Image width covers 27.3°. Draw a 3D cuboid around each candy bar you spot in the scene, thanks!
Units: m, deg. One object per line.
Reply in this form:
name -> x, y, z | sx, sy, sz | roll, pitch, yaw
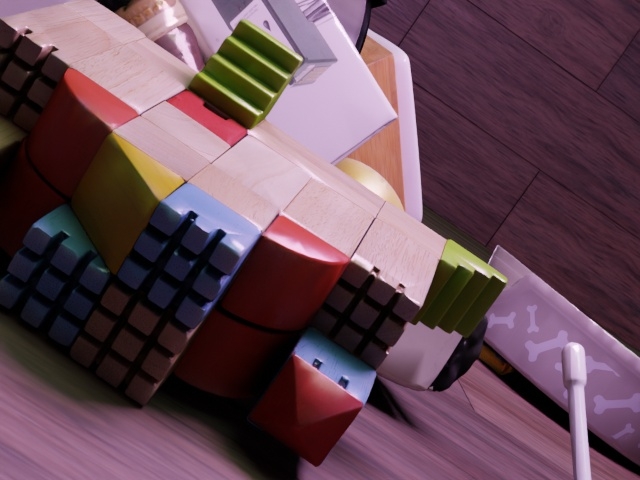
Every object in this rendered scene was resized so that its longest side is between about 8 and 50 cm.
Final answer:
candy bar -> 0.171, 0.114, 1.598 | 0.161, 0.018, 0.040 | 38, 8, 27

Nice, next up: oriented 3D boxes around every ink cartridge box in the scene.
ink cartridge box -> -0.080, -0.196, 1.212 | 0.289, 0.121, 0.211 | 57, -13, -13

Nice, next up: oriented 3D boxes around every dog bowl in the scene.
dog bowl -> 0.324, 0.152, 1.631 | 0.348, 0.102, 0.349 | 38, 5, -4

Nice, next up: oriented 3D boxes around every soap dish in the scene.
soap dish -> 0.051, -0.160, 1.935 | 0.118, 0.291, 0.229 | -13, 27, -16

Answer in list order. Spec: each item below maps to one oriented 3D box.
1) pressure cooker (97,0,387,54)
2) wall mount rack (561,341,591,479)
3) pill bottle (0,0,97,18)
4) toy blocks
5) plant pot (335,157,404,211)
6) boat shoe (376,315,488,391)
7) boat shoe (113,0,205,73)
pressure cooker -> -0.129, -0.307, 1.572 | 0.370, 0.376, 0.420 | 34, 7, 17
wall mount rack -> 0.290, 0.229, 0.942 | 0.350, 0.130, 0.304 | 31, 8, -35
pill bottle -> -0.283, -0.223, 1.173 | 0.161, 0.161, 0.283 | 32, 8, -19
toy blocks -> -0.084, -0.008, 0.758 | 0.381, 0.191, 0.261 | 34, 19, 0
plant pot -> 0.000, 0.000, 1.215 | 0.134, 0.134, 0.095 | 37, 34, 14
boat shoe -> -0.041, 0.007, 1.038 | 0.340, 0.127, 0.158 | 35, -6, -18
boat shoe -> -0.145, -0.112, 1.131 | 0.123, 0.123, 0.342 | 52, -16, -4
